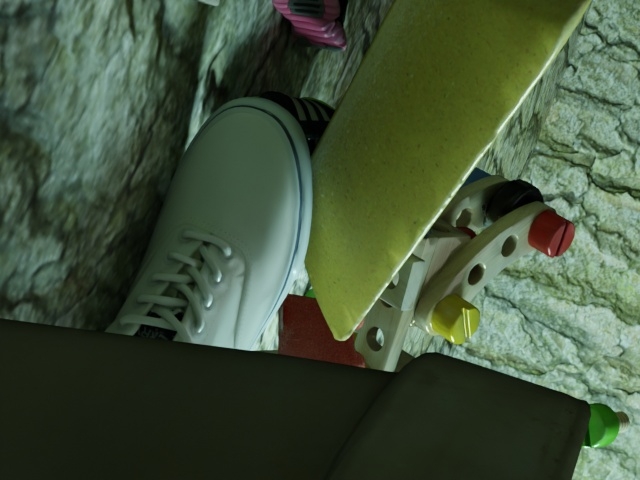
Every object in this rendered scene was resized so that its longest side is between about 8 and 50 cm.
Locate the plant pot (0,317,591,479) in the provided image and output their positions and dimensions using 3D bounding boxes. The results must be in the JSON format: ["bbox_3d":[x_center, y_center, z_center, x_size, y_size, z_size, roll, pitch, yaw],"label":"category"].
[{"bbox_3d":[-0.086,0.159,0.437,0.323,0.280,0.323,20,90,-75],"label":"plant pot"}]

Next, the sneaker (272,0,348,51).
[{"bbox_3d":[-0.001,-0.170,0.800,0.119,0.047,0.057,69,36,-80],"label":"sneaker"}]

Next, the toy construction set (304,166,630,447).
[{"bbox_3d":[0.087,0.088,0.967,0.237,0.309,0.257,4,136,-49],"label":"toy construction set"}]

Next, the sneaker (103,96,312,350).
[{"bbox_3d":[-0.074,0.041,0.701,0.091,0.094,0.258,-26,136,-77],"label":"sneaker"}]

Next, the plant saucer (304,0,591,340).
[{"bbox_3d":[0.090,-0.147,0.736,0.333,0.081,0.333,-62,-178,-37],"label":"plant saucer"}]

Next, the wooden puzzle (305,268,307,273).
[{"bbox_3d":[0.000,0.000,1.107,0.049,0.006,0.083,-55,161,-44],"label":"wooden puzzle"}]

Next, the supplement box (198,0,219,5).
[{"bbox_3d":[-0.082,-0.129,0.499,0.098,0.062,0.036,-12,120,-74],"label":"supplement box"}]

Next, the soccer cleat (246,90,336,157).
[{"bbox_3d":[-0.011,-0.070,0.828,0.179,0.072,0.060,-30,139,-69],"label":"soccer cleat"}]

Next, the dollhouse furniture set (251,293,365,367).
[{"bbox_3d":[-0.034,0.178,0.780,0.374,0.152,0.201,-106,-153,-48],"label":"dollhouse furniture set"}]
